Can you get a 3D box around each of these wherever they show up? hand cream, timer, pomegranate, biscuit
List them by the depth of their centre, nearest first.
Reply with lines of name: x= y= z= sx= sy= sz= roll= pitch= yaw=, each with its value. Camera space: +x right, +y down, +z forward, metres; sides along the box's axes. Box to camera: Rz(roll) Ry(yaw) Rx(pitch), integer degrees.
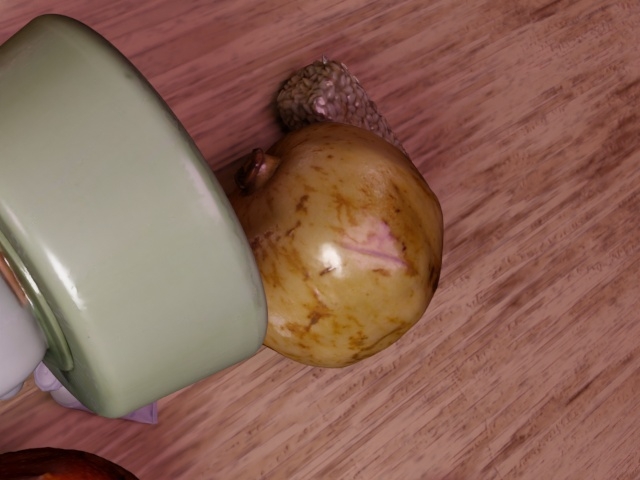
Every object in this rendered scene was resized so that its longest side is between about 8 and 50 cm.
timer: x=-0.243 y=0.036 z=1.023 sx=0.315 sy=0.291 sz=0.290 roll=-33 pitch=111 yaw=-20
hand cream: x=-0.177 y=0.110 z=1.206 sx=0.142 sy=0.053 sz=0.084 roll=9 pitch=79 yaw=-55
pomegranate: x=0.000 y=0.000 z=1.294 sx=0.215 sy=0.215 sz=0.215 roll=5 pitch=83 yaw=-45
biscuit: x=0.026 y=-0.096 z=1.411 sx=0.168 sy=0.070 sz=0.082 roll=49 pitch=58 yaw=-33

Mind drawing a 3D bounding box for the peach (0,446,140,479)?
peach: x=-0.203 y=0.258 z=1.042 sx=0.231 sy=0.231 sz=0.231 roll=5 pitch=83 yaw=-45
